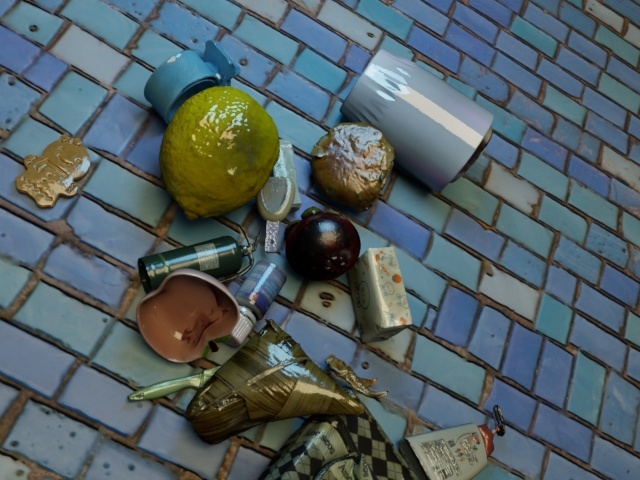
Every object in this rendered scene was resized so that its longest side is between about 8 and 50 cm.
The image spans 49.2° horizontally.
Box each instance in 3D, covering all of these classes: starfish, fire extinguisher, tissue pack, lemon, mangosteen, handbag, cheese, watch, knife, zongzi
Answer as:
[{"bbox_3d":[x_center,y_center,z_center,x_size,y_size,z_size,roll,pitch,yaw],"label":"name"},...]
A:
[{"bbox_3d":[0.071,0.301,1.523,0.138,0.247,0.050,30,89,-1],"label":"starfish"},{"bbox_3d":[-0.256,0.048,1.568,0.294,0.093,0.118,-16,87,-29],"label":"fire extinguisher"},{"bbox_3d":[0.138,0.131,1.662,0.092,0.148,0.196,-5,69,-22],"label":"tissue pack"},{"bbox_3d":[-0.233,-0.197,1.579,0.268,0.268,0.322,30,64,-8],"label":"lemon"},{"bbox_3d":[0.000,0.000,1.661,0.199,0.200,0.200,9,64,-19],"label":"mangosteen"},{"bbox_3d":[0.019,0.560,1.418,0.317,0.180,0.416,49,53,-6],"label":"handbag"},{"bbox_3d":[-0.110,-0.061,1.650,0.096,0.037,0.192,2,70,1],"label":"cheese"},{"bbox_3d":[-0.316,-0.374,1.672,0.211,0.211,0.193,53,41,6],"label":"watch"},{"bbox_3d":[-0.265,0.301,1.488,0.292,0.020,0.043,-12,74,-29],"label":"knife"},{"bbox_3d":[-0.094,0.343,1.425,0.288,0.134,0.286,36,67,26],"label":"zongzi"}]

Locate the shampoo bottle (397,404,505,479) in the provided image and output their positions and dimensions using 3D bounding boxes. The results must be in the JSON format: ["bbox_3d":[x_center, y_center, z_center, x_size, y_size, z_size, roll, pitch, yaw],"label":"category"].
[{"bbox_3d":[0.329,0.481,1.634,0.284,0.071,0.153,-17,72,-31],"label":"shampoo bottle"}]

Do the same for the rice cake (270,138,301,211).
[{"bbox_3d":[-0.092,-0.160,1.744,0.069,0.063,0.207,-5,70,-19],"label":"rice cake"}]

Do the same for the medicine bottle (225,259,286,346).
[{"bbox_3d":[-0.157,0.141,1.571,0.083,0.083,0.203,36,60,-5],"label":"medicine bottle"}]

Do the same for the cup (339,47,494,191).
[{"bbox_3d":[0.254,-0.322,1.863,0.371,0.253,0.253,34,58,-2],"label":"cup"}]

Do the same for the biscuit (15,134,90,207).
[{"bbox_3d":[-0.586,-0.153,1.553,0.133,0.027,0.184,46,58,4],"label":"biscuit"}]

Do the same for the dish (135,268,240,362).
[{"bbox_3d":[-0.278,0.146,1.472,0.213,0.213,0.090,17,21,-15],"label":"dish"}]

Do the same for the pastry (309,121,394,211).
[{"bbox_3d":[0.086,-0.186,1.778,0.218,0.100,0.229,-12,80,1],"label":"pastry"}]
